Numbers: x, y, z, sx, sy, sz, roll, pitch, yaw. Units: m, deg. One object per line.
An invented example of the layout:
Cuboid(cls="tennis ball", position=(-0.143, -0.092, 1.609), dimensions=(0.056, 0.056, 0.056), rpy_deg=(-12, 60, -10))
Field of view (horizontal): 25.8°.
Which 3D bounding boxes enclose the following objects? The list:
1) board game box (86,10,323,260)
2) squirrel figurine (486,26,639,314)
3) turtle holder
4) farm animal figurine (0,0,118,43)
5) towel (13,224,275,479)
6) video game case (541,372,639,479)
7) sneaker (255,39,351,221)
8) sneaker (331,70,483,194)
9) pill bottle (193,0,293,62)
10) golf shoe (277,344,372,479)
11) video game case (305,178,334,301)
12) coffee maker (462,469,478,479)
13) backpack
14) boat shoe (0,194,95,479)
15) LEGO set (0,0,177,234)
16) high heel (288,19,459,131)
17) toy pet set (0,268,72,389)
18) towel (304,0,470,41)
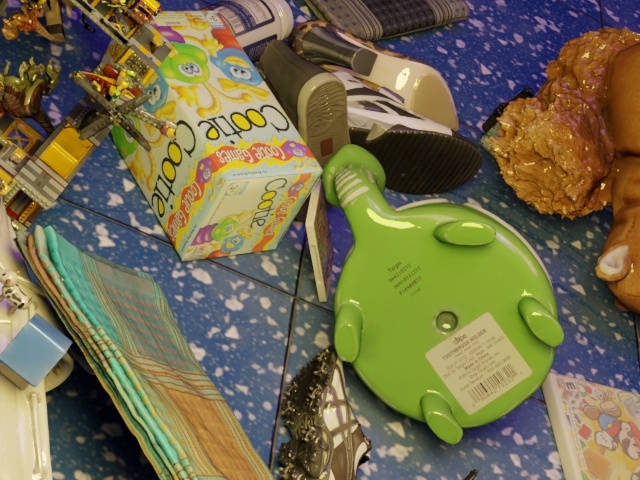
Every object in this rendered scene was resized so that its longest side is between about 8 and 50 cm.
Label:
Cuboid(cls="board game box", position=(-0.144, -0.130, 1.672), dimensions=(0.142, 0.144, 0.275), rpy_deg=(-8, 54, -40))
Cuboid(cls="squirrel figurine", position=(0.435, -0.091, 1.912), dimensions=(0.397, 0.370, 0.281), rpy_deg=(18, -6, 20))
Cuboid(cls="turtle holder", position=(0.115, 0.061, 1.596), dimensions=(0.320, 0.243, 0.227), rpy_deg=(24, 12, 0))
Cuboid(cls="farm animal figurine", position=(-0.278, -0.362, 1.633), dimensions=(0.330, 0.327, 0.172), rpy_deg=(-5, 75, -18))
Cuboid(cls="towel", position=(-0.136, 0.156, 1.351), dimensions=(0.370, 0.040, 0.271), rpy_deg=(54, 7, 23))
Cuboid(cls="video game case", position=(0.383, 0.275, 1.718), dimensions=(0.206, 0.026, 0.227), rpy_deg=(15, 42, -23))
Cuboid(cls="sneaker", position=(-0.023, -0.136, 1.725), dimensions=(0.083, 0.222, 0.118), rpy_deg=(-18, 45, -26))
Cuboid(cls="sneaker", position=(0.067, -0.161, 1.872), dimensions=(0.331, 0.122, 0.146), rpy_deg=(13, 45, -25))
Cuboid(cls="pill bottle", position=(-0.112, -0.282, 1.895), dimensions=(0.094, 0.094, 0.169), rpy_deg=(44, 39, 12))
Cuboid(cls="golf shoe", position=(0.009, 0.203, 1.504), dimensions=(0.094, 0.077, 0.198), rpy_deg=(37, 38, -23))
Cuboid(cls="video game case", position=(0.000, 0.000, 1.669), dimensions=(0.011, 0.122, 0.087), rpy_deg=(-2, 40, 9))
Cuboid(cls="coffee maker", position=(0.166, 0.354, 1.430), dimensions=(0.178, 0.120, 0.171), rpy_deg=(42, 62, 12))
Cuboid(cls="backpack", position=(0.301, -0.150, 2.056), dimensions=(0.114, 0.084, 0.105), rpy_deg=(46, 44, 8))
Cuboid(cls="boat shoe", position=(-0.286, 0.107, 1.333), dimensions=(0.156, 0.136, 0.367), rpy_deg=(11, 47, -26))
Cuboid(cls="LEGO set", position=(-0.316, -0.148, 1.462), dimensions=(0.255, 0.331, 0.192), rpy_deg=(47, 37, -17))
Cuboid(cls="high heel", position=(0.078, -0.236, 2.012), dimensions=(0.261, 0.093, 0.186), rpy_deg=(29, 1, -42))
Cuboid(cls="toy pet set", position=(-0.284, 0.081, 1.228), dimensions=(0.114, 0.065, 0.122), rpy_deg=(41, 47, -7))
Cuboid(cls="towel", position=(0.040, -0.438, 2.214), dimensions=(0.312, 0.056, 0.324), rpy_deg=(-20, 65, -43))
